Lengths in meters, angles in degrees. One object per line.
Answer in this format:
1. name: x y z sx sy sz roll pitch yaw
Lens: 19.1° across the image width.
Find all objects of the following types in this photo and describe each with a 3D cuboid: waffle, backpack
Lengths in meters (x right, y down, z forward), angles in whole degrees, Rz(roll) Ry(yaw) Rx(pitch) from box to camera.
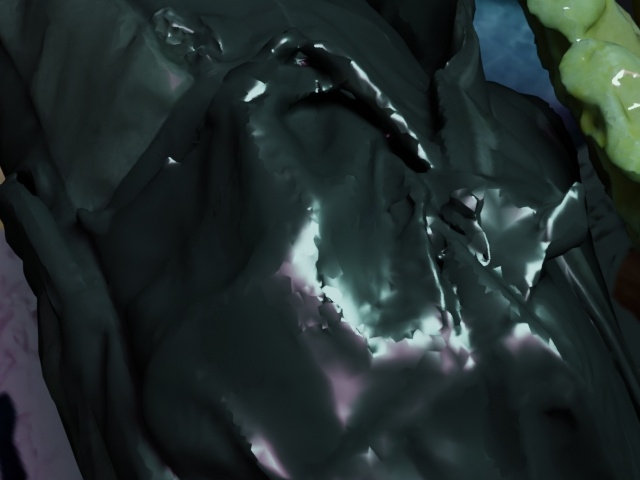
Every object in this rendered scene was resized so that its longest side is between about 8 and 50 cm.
1. waffle: 0.183 -0.012 0.942 0.056 0.292 0.309 -31 64 12
2. backpack: 0.000 0.000 0.846 0.255 0.363 0.446 -32 58 2

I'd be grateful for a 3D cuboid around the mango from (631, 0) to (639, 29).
1. mango: 0.278 -0.188 1.061 0.211 0.317 0.173 2 15 12
